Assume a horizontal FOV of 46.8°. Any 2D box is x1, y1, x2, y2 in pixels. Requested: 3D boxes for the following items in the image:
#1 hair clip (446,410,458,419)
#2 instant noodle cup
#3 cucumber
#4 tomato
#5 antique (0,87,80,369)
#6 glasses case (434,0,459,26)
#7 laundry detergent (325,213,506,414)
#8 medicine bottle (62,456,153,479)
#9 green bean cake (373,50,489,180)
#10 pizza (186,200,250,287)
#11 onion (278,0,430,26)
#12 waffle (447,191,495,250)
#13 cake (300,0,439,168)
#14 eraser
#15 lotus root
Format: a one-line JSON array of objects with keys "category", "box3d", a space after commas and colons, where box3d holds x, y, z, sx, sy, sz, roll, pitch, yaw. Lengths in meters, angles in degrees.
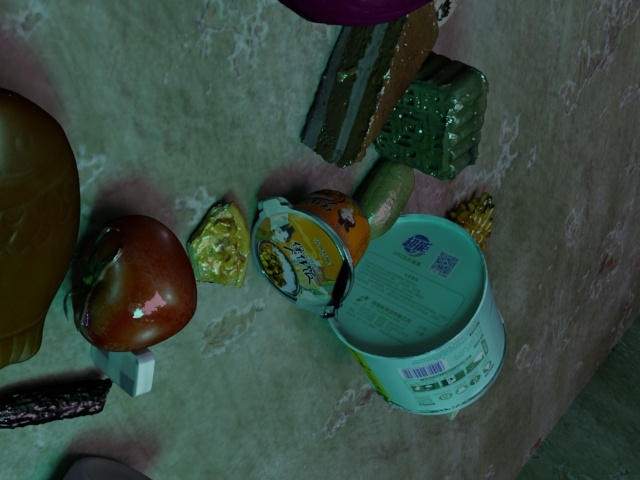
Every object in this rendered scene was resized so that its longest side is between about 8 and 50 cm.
[{"category": "hair clip", "box3d": [0.294, 0.235, 1.676, 0.282, 0.172, 0.113, -54, 165, -29]}, {"category": "instant noodle cup", "box3d": [0.000, 0.000, 1.137, 0.125, 0.177, 0.208, -45, 131, -44]}, {"category": "cucumber", "box3d": [-0.342, 0.206, 0.934, 0.181, 0.053, 0.053, 1, 112, -50]}, {"category": "tomato", "box3d": [-0.221, 0.060, 0.892, 0.167, 0.167, 0.167, -31, 135, -36]}, {"category": "antique", "box3d": [-0.327, -0.010, 0.690, 0.223, 0.129, 0.278, -41, 141, -65]}, {"category": "glasses case", "box3d": [0.145, -0.442, 1.078, 0.122, 0.075, 0.314, -53, 145, -17]}, {"category": "laundry detergent", "box3d": [0.186, 0.152, 1.358, 0.287, 0.287, 0.305, -50, 144, -15]}, {"category": "medicine bottle", "box3d": [-0.334, 0.464, 1.010, 0.291, 0.178, 0.178, -58, 145, -3]}, {"category": "green bean cake", "box3d": [0.167, -0.202, 1.190, 0.094, 0.173, 0.181, -36, 140, -34]}, {"category": "pizza", "box3d": [-0.141, 0.017, 1.068, 0.099, 0.035, 0.160, -32, 136, -35]}, {"category": "onion", "box3d": [-0.036, -0.391, 0.680, 0.420, 0.398, 0.398, -14, 127, -21]}, {"category": "waffle", "box3d": [0.308, 0.020, 1.634, 0.228, 0.051, 0.232, -41, 141, -31]}, {"category": "cake", "box3d": [0.076, -0.247, 1.092, 0.112, 0.116, 0.295, 23, 95, -55]}, {"category": "eraser", "box3d": [-0.256, 0.151, 0.953, 0.026, 0.105, 0.065, -13, 124, -47]}, {"category": "lotus root", "box3d": [0.103, -0.062, 1.287, 0.183, 0.077, 0.090, -55, 145, -12]}]
